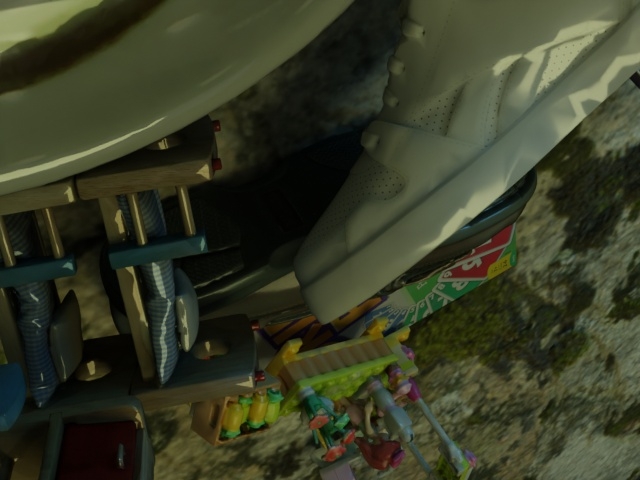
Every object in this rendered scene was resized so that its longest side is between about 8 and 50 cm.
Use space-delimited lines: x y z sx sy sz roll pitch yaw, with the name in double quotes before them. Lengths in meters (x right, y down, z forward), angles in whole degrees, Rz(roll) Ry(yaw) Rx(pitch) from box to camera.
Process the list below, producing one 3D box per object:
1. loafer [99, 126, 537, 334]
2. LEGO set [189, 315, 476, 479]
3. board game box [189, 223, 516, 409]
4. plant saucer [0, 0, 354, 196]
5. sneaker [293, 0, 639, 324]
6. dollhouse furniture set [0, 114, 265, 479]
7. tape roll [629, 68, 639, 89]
"loafer" 0.000 0.000 0.719 0.267 0.096 0.084 -16 146 -15
"LEGO set" 0.029 0.132 0.804 0.132 0.107 0.287 -37 157 5
"board game box" 0.019 0.030 0.808 0.259 0.039 0.124 -27 141 -12
"plant saucer" -0.135 -0.160 0.379 0.400 0.100 0.400 -19 153 -10
"sneaker" 0.057 -0.107 0.609 0.292 0.169 0.108 -45 -177 8
"dollhouse furniture set" -0.096 0.042 0.538 0.129 0.183 0.129 -10 116 -1
"tape roll" 0.241 -0.117 0.714 0.080 0.189 0.189 -44 143 6
